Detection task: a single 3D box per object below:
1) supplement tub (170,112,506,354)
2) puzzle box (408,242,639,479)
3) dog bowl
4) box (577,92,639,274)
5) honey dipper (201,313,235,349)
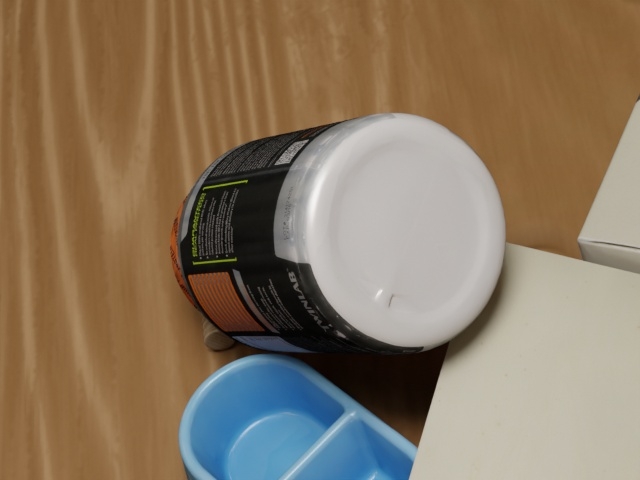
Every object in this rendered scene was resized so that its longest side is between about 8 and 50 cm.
[{"bbox_3d":[0.000,0.000,1.562,0.193,0.193,0.316,-51,19,-19],"label":"supplement tub"},{"bbox_3d":[0.205,0.202,1.441,0.272,0.052,0.409,14,58,9],"label":"puzzle box"},{"bbox_3d":[-0.006,0.203,1.557,0.166,0.074,0.297,-44,51,-14],"label":"dog bowl"},{"bbox_3d":[0.322,-0.071,1.618,0.094,0.113,0.275,11,58,29],"label":"box"},{"bbox_3d":[-0.103,0.034,1.755,0.030,0.030,0.160,-17,48,8],"label":"honey dipper"}]
